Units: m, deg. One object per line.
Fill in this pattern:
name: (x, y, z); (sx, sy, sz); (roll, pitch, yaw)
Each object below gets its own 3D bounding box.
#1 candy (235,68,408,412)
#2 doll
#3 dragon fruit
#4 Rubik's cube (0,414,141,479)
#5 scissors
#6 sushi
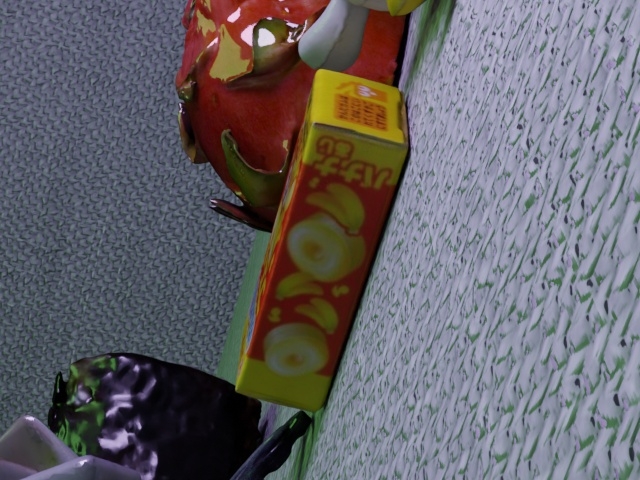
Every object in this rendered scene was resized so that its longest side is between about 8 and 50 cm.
candy: (0.000, 0.000, 1.254); (0.146, 0.088, 0.276); (-88, 13, -62)
doll: (0.068, -0.274, 1.217); (0.237, 0.111, 0.252); (8, 81, 69)
dragon fruit: (-0.048, -0.158, 1.466); (0.305, 0.226, 0.305); (-165, 90, -82)
Rubik's cube: (-0.157, 0.287, 0.738); (0.358, 0.368, 0.387); (62, -141, -72)
scissors: (-0.100, 0.261, 1.253); (0.300, 0.022, 0.109); (-50, 4, -42)
sushi: (-0.225, 0.303, 1.752); (0.299, 0.281, 0.294); (84, -163, -63)
